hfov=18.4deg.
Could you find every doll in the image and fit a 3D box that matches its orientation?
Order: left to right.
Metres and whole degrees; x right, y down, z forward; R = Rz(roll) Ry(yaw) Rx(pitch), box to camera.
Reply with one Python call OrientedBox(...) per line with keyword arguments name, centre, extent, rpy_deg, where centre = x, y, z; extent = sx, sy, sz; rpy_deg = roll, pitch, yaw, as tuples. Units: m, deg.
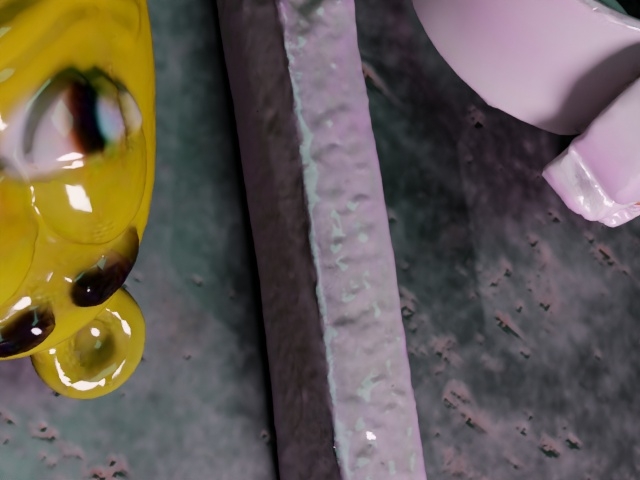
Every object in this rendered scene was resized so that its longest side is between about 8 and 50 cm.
OrientedBox(name="doll", centre=(-0.188, -0.157, 0.793), extent=(0.423, 0.161, 0.348), rpy_deg=(28, 84, -27))

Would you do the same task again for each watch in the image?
OrientedBox(name="watch", centre=(0.170, -0.143, 1.034), extent=(0.244, 0.196, 0.231), rpy_deg=(-25, 74, -30))

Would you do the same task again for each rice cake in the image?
OrientedBox(name="rice cake", centre=(0.000, 0.000, 0.952), extent=(0.056, 0.072, 0.365), rpy_deg=(-7, 87, -33))
